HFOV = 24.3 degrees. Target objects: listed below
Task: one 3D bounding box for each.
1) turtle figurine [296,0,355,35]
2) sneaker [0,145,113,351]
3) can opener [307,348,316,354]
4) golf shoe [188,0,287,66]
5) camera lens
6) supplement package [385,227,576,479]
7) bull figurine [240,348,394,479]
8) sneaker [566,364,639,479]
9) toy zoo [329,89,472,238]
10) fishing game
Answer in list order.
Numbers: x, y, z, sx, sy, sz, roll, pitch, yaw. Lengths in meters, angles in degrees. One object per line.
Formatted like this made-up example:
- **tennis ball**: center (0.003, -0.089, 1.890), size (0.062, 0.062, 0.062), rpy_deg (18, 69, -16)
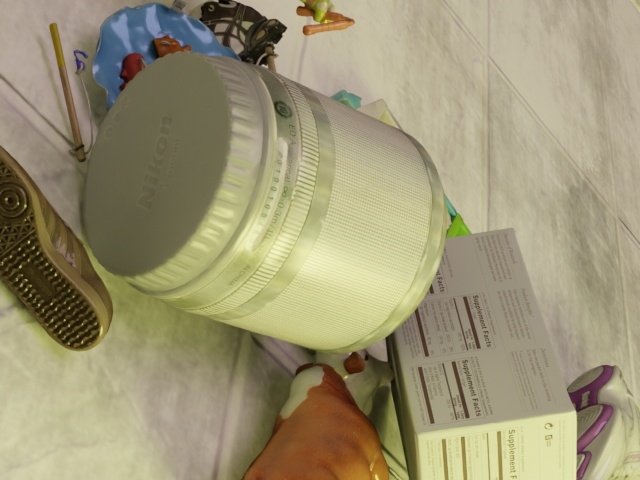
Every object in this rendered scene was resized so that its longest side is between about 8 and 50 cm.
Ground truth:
- **turtle figurine**: center (-0.103, -0.293, 1.533), size (0.269, 0.087, 0.217), rpy_deg (12, 15, -23)
- **sneaker**: center (-0.228, 0.001, 1.171), size (0.188, 0.066, 0.071), rpy_deg (61, 9, -12)
- **can opener**: center (0.000, 0.000, 1.572), size (0.095, 0.076, 0.283), rpy_deg (18, 39, -9)
- **golf shoe**: center (-0.113, -0.198, 1.557), size (0.094, 0.077, 0.198), rpy_deg (37, 30, 1)
- **camera lens**: center (-0.041, -0.028, 1.309), size (0.274, 0.219, 0.219), rpy_deg (20, 47, -41)
- **supplement package**: center (0.149, 0.153, 1.443), size (0.262, 0.145, 0.204), rpy_deg (-99, -179, -51)
- **bull figurine**: center (0.010, 0.213, 1.321), size (0.188, 0.101, 0.310), rpy_deg (60, 26, -7)
- **sneaker**: center (0.366, 0.268, 1.877), size (0.152, 0.114, 0.305), rpy_deg (57, 27, -6)
- **toy zoo**: center (0.097, -0.055, 1.813), size (0.293, 0.030, 0.192), rpy_deg (55, 27, -11)
- **fishing game**: center (-0.130, -0.146, 1.407), size (0.264, 0.041, 0.189), rpy_deg (5, 67, -40)
